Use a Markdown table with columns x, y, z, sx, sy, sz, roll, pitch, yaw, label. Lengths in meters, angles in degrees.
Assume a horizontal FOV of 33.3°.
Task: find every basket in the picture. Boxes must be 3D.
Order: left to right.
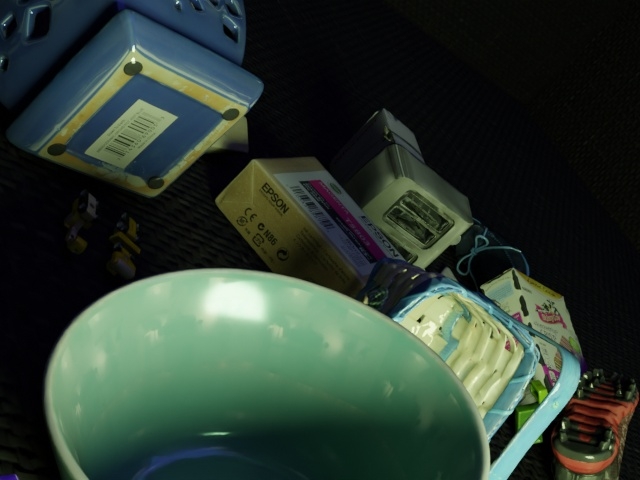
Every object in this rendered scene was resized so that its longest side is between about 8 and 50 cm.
| x | y | z | sx | sy | sz | roll | pitch | yaw | label |
| --- | --- | --- | --- | --- | --- | --- | --- | --- | --- |
| 0.107 | 0.164 | 1.073 | 0.201 | 0.255 | 0.289 | 32 | 5 | -34 | basket |

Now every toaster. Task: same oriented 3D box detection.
| x | y | z | sx | sy | sz | roll | pitch | yaw | label |
| --- | --- | --- | --- | --- | --- | --- | --- | --- | --- |
| 0.109 | -0.037 | 1.566 | 0.185 | 0.168 | 0.110 | 36 | 23 | -25 | toaster |

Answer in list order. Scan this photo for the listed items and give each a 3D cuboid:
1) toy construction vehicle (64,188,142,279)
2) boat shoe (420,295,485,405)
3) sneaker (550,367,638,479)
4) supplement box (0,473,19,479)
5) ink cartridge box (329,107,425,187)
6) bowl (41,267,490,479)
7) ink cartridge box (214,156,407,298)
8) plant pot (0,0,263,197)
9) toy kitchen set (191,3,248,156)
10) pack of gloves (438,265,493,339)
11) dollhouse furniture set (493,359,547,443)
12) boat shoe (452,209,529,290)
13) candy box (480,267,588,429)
| x | y | z | sx | sy | sz | roll | pitch | yaw | label |
| --- | --- | --- | --- | --- | --- | --- | --- | --- | --- |
| -0.219 | -0.003 | 1.075 | 0.086 | 0.035 | 0.098 | 45 | 20 | -34 | toy construction vehicle |
| 0.211 | 0.157 | 1.536 | 0.075 | 0.065 | 0.206 | 25 | 28 | -43 | boat shoe |
| 0.390 | 0.284 | 1.535 | 0.097 | 0.135 | 0.276 | 11 | 24 | 22 | sneaker |
| -0.184 | 0.243 | 0.544 | 0.111 | 0.114 | 0.220 | 12 | 40 | -58 | supplement box |
| 0.092 | -0.104 | 1.705 | 0.082 | 0.139 | 0.191 | 35 | 22 | -22 | ink cartridge box |
| -0.052 | 0.173 | 0.774 | 0.311 | 0.163 | 0.311 | 13 | 31 | -8 | bowl |
| 0.000 | 0.000 | 1.404 | 0.235 | 0.088 | 0.193 | 48 | 21 | 12 | ink cartridge box |
| -0.217 | -0.192 | 1.167 | 0.236 | 0.236 | 0.212 | 22 | 37 | -48 | plant pot |
| -0.204 | -0.216 | 1.470 | 0.122 | 0.166 | 0.207 | 5 | 80 | -59 | toy kitchen set |
| 0.256 | 0.122 | 1.724 | 0.195 | 0.046 | 0.232 | 48 | 20 | 6 | pack of gloves |
| 0.281 | 0.229 | 1.552 | 0.152 | 0.076 | 0.059 | -117 | -161 | -63 | dollhouse furniture set |
| 0.273 | 0.019 | 1.911 | 0.089 | 0.109 | 0.258 | 23 | 12 | -31 | boat shoe |
| 0.350 | 0.176 | 1.689 | 0.159 | 0.071 | 0.233 | 26 | 40 | -42 | candy box |
